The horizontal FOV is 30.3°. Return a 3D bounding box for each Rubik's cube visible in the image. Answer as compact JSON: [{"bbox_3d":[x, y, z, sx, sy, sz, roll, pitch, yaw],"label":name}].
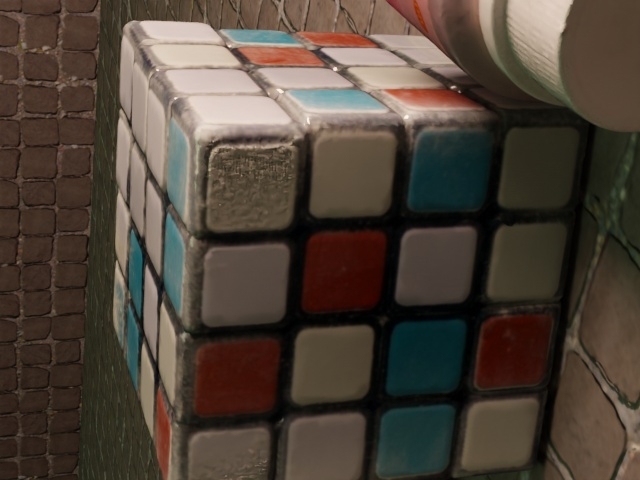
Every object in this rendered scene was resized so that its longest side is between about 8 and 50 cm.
[{"bbox_3d":[0.000,0.001,0.812,0.259,0.253,0.256,-132,44,-61],"label":"Rubik's cube"}]

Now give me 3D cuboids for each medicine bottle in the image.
[{"bbox_3d":[0.114,-0.151,0.627,0.247,0.147,0.147,-122,34,-56],"label":"medicine bottle"}]
